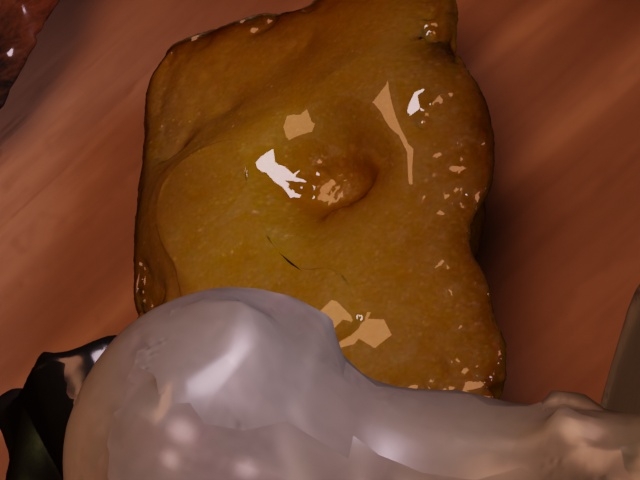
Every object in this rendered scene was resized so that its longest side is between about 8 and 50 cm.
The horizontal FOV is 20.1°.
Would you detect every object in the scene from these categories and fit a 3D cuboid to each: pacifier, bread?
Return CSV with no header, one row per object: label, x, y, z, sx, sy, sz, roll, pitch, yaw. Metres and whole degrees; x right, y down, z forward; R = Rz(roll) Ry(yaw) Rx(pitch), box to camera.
pacifier,0.058,0.090,0.515,0.269,0.343,0.288,8,59,1
bread,0.000,0.000,0.747,0.160,0.088,0.233,-9,60,14

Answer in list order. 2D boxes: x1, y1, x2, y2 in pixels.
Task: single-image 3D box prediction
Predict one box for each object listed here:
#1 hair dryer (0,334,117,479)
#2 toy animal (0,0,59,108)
hair dryer,-0.139,0.188,0.611,0.302,0.116,0.244,-21,81,-10
toy animal,-0.126,-0.170,0.888,0.312,0.097,0.157,-37,70,1
